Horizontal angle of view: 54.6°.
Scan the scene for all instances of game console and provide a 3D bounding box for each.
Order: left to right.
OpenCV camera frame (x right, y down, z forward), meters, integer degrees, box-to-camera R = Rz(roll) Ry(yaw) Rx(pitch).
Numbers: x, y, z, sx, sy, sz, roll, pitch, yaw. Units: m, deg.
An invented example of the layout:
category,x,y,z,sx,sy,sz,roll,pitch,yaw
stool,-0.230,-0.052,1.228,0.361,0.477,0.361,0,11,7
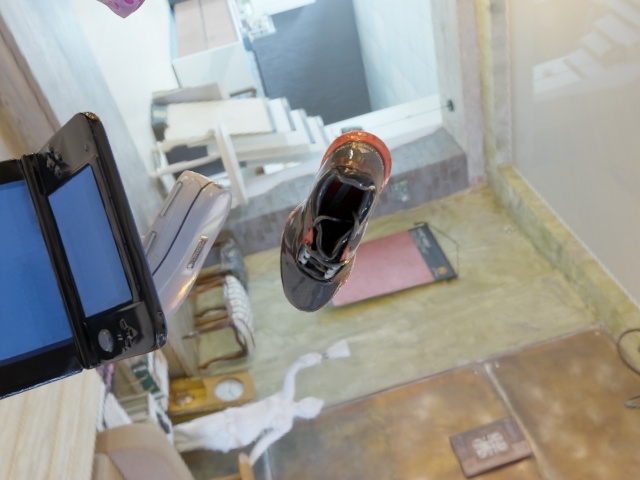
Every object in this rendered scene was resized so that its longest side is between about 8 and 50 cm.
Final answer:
category,x,y,z,sx,sy,sz,roll,pitch,yaw
game console,-0.348,0.027,0.735,0.250,0.173,0.293,-21,-93,43

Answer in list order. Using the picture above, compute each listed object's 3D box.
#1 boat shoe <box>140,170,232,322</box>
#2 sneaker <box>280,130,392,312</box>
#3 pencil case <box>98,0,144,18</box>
category,x,y,z,sx,sy,sz,roll,pitch,yaw
boat shoe,-0.229,0.024,0.896,0.088,0.268,0.096,29,4,17
sneaker,0.000,0.000,0.434,0.065,0.061,0.158,-69,178,-54
pencil case,-0.298,-0.347,0.627,0.284,0.124,0.124,24,30,-33
